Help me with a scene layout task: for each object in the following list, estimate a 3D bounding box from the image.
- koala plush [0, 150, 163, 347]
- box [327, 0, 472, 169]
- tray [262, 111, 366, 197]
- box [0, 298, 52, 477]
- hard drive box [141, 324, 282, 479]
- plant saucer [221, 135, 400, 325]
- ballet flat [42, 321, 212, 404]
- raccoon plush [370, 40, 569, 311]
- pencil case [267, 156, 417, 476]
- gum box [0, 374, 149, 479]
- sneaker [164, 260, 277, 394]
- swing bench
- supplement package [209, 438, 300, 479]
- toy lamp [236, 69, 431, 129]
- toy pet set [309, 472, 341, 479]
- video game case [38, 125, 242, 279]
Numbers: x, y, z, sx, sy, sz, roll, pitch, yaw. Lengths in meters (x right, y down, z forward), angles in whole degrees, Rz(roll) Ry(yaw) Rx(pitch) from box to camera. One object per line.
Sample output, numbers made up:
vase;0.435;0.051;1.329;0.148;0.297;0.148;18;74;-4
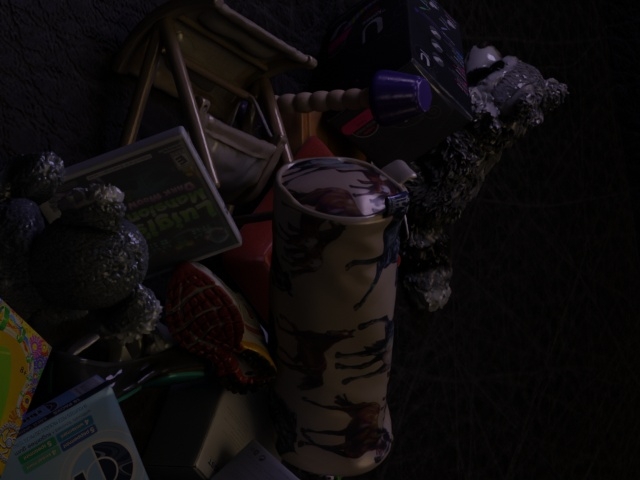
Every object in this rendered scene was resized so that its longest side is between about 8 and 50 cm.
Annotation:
koala plush;-0.268;0.024;1.467;0.203;0.221;0.196;-38;123;-52
box;0.113;-0.254;2.131;0.143;0.165;0.270;41;28;-28
tray;0.000;0.000;2.120;0.203;0.076;0.410;-2;91;-61
box;-0.423;0.136;1.235;0.290;0.177;0.279;54;43;-46
hard drive box;-0.122;0.241;1.866;0.181;0.089;0.232;58;40;-42
plant saucer;0.006;0.027;2.010;0.259;0.048;0.258;-55;125;-31
ballet flat;-0.222;0.142;1.691;0.280;0.095;0.096;-12;88;-61
raccoon plush;0.274;-0.109;2.388;0.216;0.299;0.446;-51;132;-50
pencil case;0.026;0.100;1.791;0.160;0.184;0.410;-125;-148;-56
gum box;-0.274;0.264;1.564;0.157;0.041;0.184;-30;118;-24
sneaker;-0.128;0.096;1.729;0.225;0.088;0.092;62;10;-47
swing bench;-0.133;-0.146;1.800;0.253;0.165;0.254;24;62;-58
supplement package;-0.107;0.391;1.730;0.244;0.134;0.139;-43;133;-13
toy lamp;0.018;-0.189;1.951;0.080;0.275;0.080;4;85;-60
toy pet set;0.035;0.321;2.173;0.122;0.065;0.114;-22;108;-60
video game case;-0.209;-0.030;1.630;0.022;0.190;0.173;-99;166;-52
